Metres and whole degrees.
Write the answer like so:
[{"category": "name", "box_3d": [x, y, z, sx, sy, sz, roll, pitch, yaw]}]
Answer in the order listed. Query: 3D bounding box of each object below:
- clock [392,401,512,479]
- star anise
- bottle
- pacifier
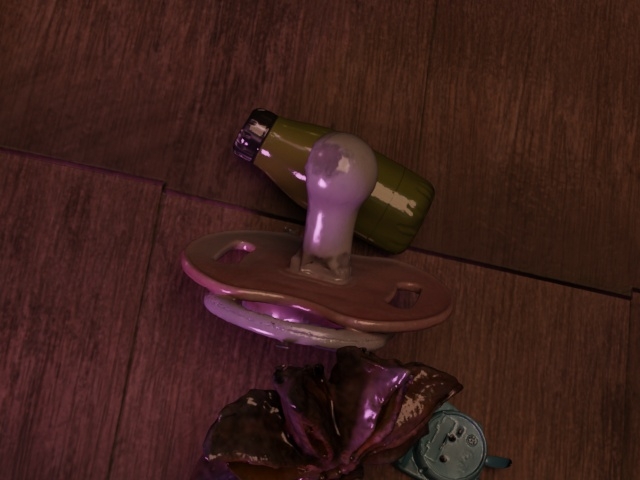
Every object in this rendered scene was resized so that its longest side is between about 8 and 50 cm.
[{"category": "clock", "box_3d": [0.165, 0.263, 1.412, 0.147, 0.045, 0.108, 32, 68, -1]}, {"category": "star anise", "box_3d": [-0.002, 0.209, 1.255, 0.332, 0.331, 0.117, -10, 59, -17]}, {"category": "bottle", "box_3d": [0.013, -0.084, 1.460, 0.260, 0.112, 0.112, 28, 67, -3]}, {"category": "pacifier", "box_3d": [0.000, 0.023, 1.341, 0.332, 0.220, 0.273, 14, 73, 13]}]
